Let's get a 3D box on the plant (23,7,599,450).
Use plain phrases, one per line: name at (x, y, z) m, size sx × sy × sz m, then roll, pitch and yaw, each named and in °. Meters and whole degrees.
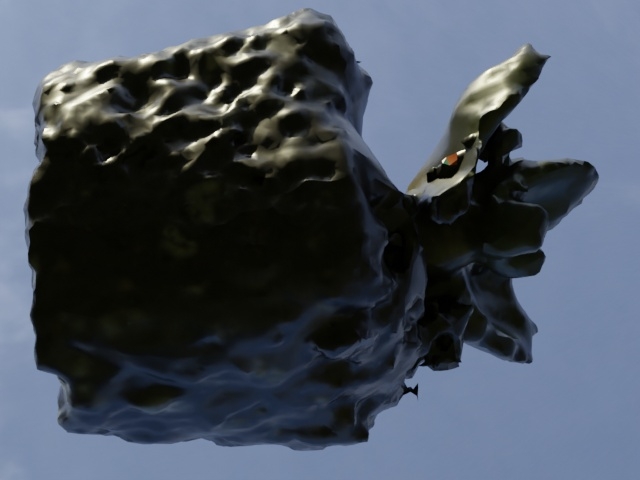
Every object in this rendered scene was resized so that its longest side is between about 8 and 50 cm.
plant at (0.000, 0.000, 1.008) m, size 0.312 × 0.215 × 0.213 m, roll 0°, pitch -129°, yaw -1°
